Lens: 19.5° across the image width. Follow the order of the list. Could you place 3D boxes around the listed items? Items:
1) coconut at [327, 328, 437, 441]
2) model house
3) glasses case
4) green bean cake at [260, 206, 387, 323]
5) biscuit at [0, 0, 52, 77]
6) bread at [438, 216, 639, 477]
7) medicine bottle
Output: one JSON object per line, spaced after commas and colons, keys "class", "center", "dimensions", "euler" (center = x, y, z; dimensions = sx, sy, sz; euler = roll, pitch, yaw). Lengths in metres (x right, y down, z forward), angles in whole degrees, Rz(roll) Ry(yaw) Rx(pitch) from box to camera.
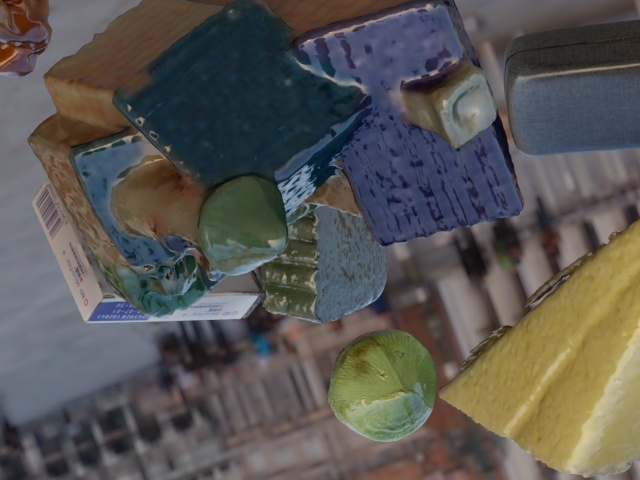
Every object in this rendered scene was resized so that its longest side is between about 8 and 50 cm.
{"class": "coconut", "center": [0.048, 0.112, 1.444], "dimensions": [0.088, 0.088, 0.096], "euler": [-19, -173, -21]}
{"class": "model house", "center": [-0.010, -0.074, 1.391], "dimensions": [0.312, 0.245, 0.280], "euler": [-41, -144, -27]}
{"class": "glasses case", "center": [0.346, -0.158, 1.869], "dimensions": [0.323, 0.074, 0.131], "euler": [-5, 135, 8]}
{"class": "green bean cake", "center": [0.000, 0.000, 2.282], "dimensions": [0.094, 0.181, 0.173], "euler": [7, -166, 31]}
{"class": "biscuit", "center": [-0.408, -0.256, 1.582], "dimensions": [0.312, 0.110, 0.318], "euler": [18, 170, 35]}
{"class": "bread", "center": [0.348, 0.007, 1.598], "dimensions": [0.346, 0.405, 0.242], "euler": [2, -156, -30]}
{"class": "medicine bottle", "center": [-0.175, 0.005, 1.903], "dimensions": [0.201, 0.171, 0.052], "euler": [-1, 140, -40]}
